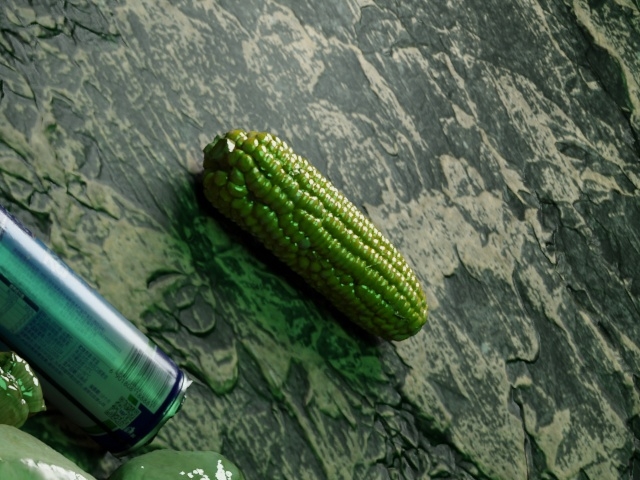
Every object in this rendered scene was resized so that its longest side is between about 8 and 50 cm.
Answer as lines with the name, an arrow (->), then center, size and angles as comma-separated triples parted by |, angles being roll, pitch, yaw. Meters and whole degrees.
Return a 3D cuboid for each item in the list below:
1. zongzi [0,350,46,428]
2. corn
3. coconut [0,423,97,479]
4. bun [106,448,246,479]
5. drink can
zongzi -> -0.294, 0.144, 1.187 | 0.078, 0.160, 0.176 | 61, 35, -5
corn -> 0.000, 0.000, 1.683 | 0.292, 0.101, 0.101 | 45, 39, -25
coconut -> -0.237, 0.280, 1.065 | 0.329, 0.329, 0.329 | 28, 47, -35
bun -> -0.099, 0.256, 1.371 | 0.195, 0.118, 0.195 | 30, 42, -32
drink can -> -0.219, 0.070, 1.378 | 0.235, 0.097, 0.097 | 43, 40, -19
